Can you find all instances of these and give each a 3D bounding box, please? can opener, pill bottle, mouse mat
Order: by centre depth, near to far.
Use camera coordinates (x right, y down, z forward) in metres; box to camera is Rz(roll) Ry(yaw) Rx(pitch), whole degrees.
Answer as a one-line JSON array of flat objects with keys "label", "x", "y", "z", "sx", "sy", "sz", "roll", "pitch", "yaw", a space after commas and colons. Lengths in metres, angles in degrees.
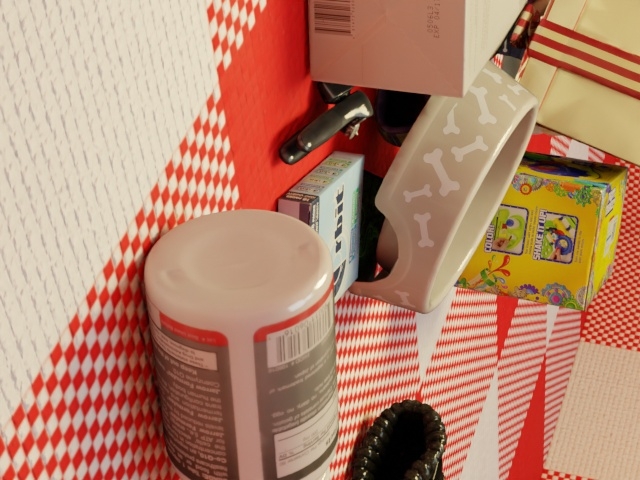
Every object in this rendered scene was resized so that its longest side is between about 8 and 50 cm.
[{"label": "pill bottle", "x": -0.065, "y": 0.129, "z": 1.271, "sx": 0.161, "sy": 0.161, "sz": 0.283, "roll": -58, "pitch": 153, "yaw": -51}, {"label": "can opener", "x": 0.001, "y": -0.125, "z": 1.544, "sx": 0.059, "sy": 0.073, "sz": 0.186, "roll": -44, "pitch": -176, "yaw": 37}, {"label": "mouse mat", "x": 0.055, "y": -0.011, "z": 1.837, "sx": 0.190, "sy": 0.007, "sz": 0.152, "roll": 12, "pitch": 88, "yaw": -72}]

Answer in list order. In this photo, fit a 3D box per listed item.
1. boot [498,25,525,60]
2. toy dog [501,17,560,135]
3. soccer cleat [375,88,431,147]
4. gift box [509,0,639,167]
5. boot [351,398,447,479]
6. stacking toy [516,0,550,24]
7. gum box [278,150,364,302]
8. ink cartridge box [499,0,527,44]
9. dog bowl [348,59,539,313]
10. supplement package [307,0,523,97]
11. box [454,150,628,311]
[{"label": "boot", "x": 0.315, "y": -0.383, "z": 2.274, "sx": 0.069, "sy": 0.086, "sz": 0.190, "roll": -52, "pitch": 157, "yaw": -58}, {"label": "toy dog", "x": 0.372, "y": -0.314, "z": 2.391, "sx": 0.161, "sy": 0.220, "sz": 0.333, "roll": -6, "pitch": 116, "yaw": -49}, {"label": "soccer cleat", "x": 0.127, "y": -0.258, "z": 1.786, "sx": 0.121, "sy": 0.093, "sz": 0.289, "roll": -2, "pitch": 102, "yaw": -70}, {"label": "gift box", "x": 0.397, "y": -0.230, "z": 2.057, "sx": 0.276, "sy": 0.258, "sz": 0.255, "roll": -65, "pitch": 167, "yaw": 4}, {"label": "boot", "x": 0.108, "y": 0.422, "z": 2.016, "sx": 0.260, "sy": 0.131, "sz": 0.348, "roll": 81, "pitch": 14, "yaw": -62}, {"label": "stacking toy", "x": 0.259, "y": -0.462, "z": 2.057, "sx": 0.330, "sy": 0.141, "sz": 0.141, "roll": 62, "pitch": 41, "yaw": -54}, {"label": "gum box", "x": 0.000, "y": 0.000, "z": 1.606, "sx": 0.184, "sy": 0.041, "sz": 0.157, "roll": -47, "pitch": 143, "yaw": -62}, {"label": "ink cartridge box", "x": 0.214, "y": -0.312, "z": 1.948, "sx": 0.160, "sy": 0.093, "sz": 0.219, "roll": -61, "pitch": 173, "yaw": 28}, {"label": "dog bowl", "x": 0.162, "y": -0.063, "z": 1.793, "sx": 0.348, "sy": 0.102, "sz": 0.349, "roll": -57, "pitch": 167, "yaw": -21}, {"label": "supplement package", "x": 0.114, "y": -0.299, "z": 1.579, "sx": 0.293, "sy": 0.175, "sz": 0.177, "roll": -53, "pitch": 147, "yaw": -56}, {"label": "box", "x": 0.285, "y": -0.030, "z": 2.095, "sx": 0.290, "sy": 0.279, "sz": 0.177, "roll": -28, "pitch": 126, "yaw": -70}]
